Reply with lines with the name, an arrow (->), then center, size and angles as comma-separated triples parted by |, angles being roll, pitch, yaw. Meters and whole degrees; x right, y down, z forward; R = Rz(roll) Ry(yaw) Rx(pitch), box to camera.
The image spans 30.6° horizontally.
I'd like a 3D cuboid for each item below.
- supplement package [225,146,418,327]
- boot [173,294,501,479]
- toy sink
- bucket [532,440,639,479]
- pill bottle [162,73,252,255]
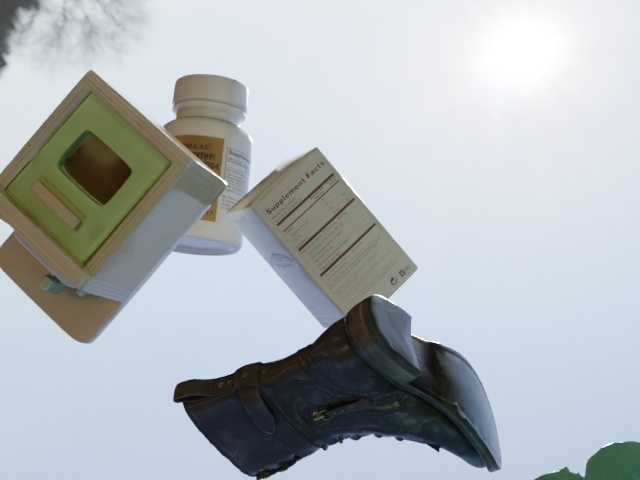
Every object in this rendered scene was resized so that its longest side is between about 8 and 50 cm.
supplement package -> 0.000, 0.000, 1.300 | 0.105, 0.179, 0.105 | -43, -169, -16
boot -> 0.021, 0.168, 1.101 | 0.229, 0.263, 0.091 | -31, -148, 24
toy sink -> -0.239, -0.029, 1.197 | 0.234, 0.153, 0.131 | -48, 165, 2
bucket -> 0.234, 0.294, 0.791 | 0.281, 0.281, 0.183 | -30, -149, -2
pill bottle -> -0.160, -0.102, 1.591 | 0.131, 0.131, 0.229 | -7, -108, 43
